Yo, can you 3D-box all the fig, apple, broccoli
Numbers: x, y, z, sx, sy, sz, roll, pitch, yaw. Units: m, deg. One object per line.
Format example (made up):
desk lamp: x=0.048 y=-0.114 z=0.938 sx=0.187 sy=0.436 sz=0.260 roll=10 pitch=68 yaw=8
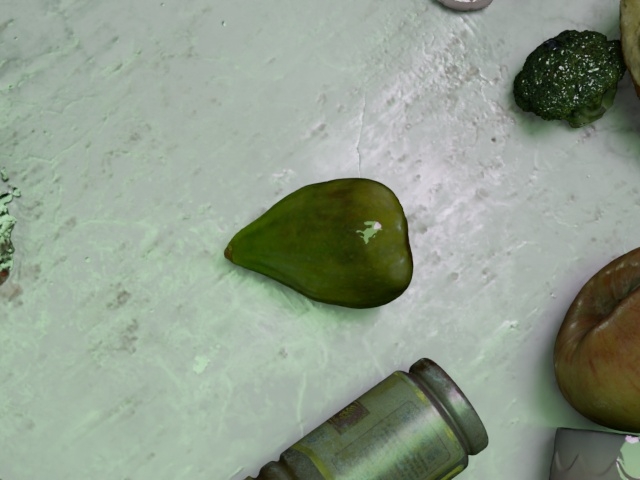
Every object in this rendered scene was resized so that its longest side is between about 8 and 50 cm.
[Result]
fig: x=0.015 y=0.000 z=1.418 sx=0.233 sy=0.167 sz=0.167 roll=7 pitch=79 yaw=32
apple: x=0.423 y=0.128 z=1.387 sx=0.194 sy=0.261 sz=0.261 roll=35 pitch=80 yaw=-13
broccoli: x=0.344 y=-0.222 z=1.484 sx=0.162 sy=0.146 sz=0.138 roll=-41 pitch=127 yaw=2

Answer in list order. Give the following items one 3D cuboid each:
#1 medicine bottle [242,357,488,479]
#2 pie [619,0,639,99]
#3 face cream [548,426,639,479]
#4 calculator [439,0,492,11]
medicine bottle: x=0.043 y=0.292 z=1.366 sx=0.322 sy=0.151 sz=0.151 roll=-34 pitch=87 yaw=-10
pie: x=0.523 y=-0.240 z=1.481 sx=0.315 sy=0.092 sz=0.315 roll=9 pitch=75 yaw=-35
face cream: x=0.373 y=0.340 z=1.382 sx=0.175 sy=0.175 sz=0.195 roll=6 pitch=81 yaw=-5
calculator: x=0.207 y=-0.406 z=1.543 sx=0.100 sy=0.032 sz=0.175 roll=13 pitch=80 yaw=-4
